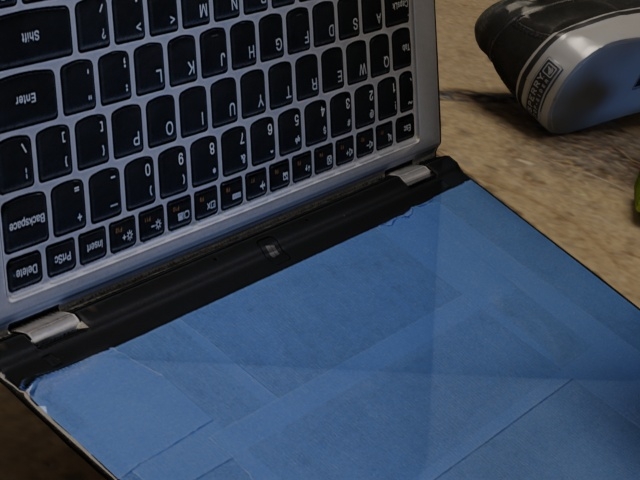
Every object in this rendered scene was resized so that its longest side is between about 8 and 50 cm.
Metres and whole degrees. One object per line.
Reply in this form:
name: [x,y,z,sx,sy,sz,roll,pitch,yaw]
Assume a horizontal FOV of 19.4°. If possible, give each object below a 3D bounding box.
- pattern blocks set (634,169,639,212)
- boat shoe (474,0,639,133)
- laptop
pattern blocks set: [0.335,0.010,1.179,0.285,0.026,0.325,20,23,8]
boat shoe: [0.232,-0.151,1.372,0.306,0.113,0.105,-17,53,-39]
laptop: [0.052,-0.047,0.767,0.236,0.408,0.382,4,15,30]
